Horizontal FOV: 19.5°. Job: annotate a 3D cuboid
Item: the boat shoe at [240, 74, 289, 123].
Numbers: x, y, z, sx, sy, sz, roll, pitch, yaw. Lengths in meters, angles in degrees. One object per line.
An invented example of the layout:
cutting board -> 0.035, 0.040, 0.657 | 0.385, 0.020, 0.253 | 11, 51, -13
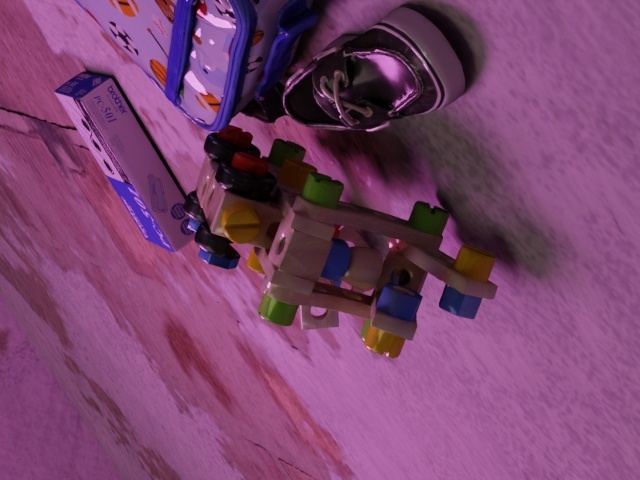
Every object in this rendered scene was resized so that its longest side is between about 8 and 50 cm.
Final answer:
boat shoe -> -0.059, -0.126, 1.608 | 0.125, 0.038, 0.046 | 26, 148, 56

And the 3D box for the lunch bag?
lunch bag -> -0.108, -0.218, 1.435 | 0.243, 0.115, 0.303 | 49, 164, 7

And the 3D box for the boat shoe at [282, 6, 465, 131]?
boat shoe -> 0.034, -0.110, 1.338 | 0.078, 0.070, 0.219 | 56, 163, -9

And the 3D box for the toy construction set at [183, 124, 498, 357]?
toy construction set -> 0.000, 0.000, 1.525 | 0.215, 0.151, 0.327 | 17, 177, -13

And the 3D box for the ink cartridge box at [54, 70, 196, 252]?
ink cartridge box -> -0.213, -0.088, 2.072 | 0.207, 0.046, 0.097 | 60, 163, -22
